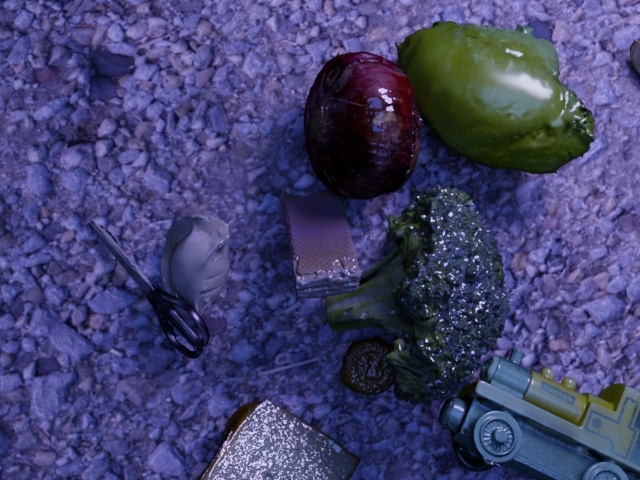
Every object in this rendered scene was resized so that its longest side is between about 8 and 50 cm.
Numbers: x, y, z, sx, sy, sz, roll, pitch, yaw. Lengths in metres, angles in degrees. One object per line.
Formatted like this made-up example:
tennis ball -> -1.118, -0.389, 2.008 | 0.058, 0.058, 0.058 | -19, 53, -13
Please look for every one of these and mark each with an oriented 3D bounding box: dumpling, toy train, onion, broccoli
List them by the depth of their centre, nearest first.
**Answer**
broccoli -> 0.178, 0.103, 1.660 | 0.249, 0.302, 0.375 | 21, 54, -26
onion -> 0.074, -0.188, 1.684 | 0.190, 0.246, 0.246 | -6, 85, -20
toy train -> 0.388, 0.312, 1.709 | 0.369, 0.150, 0.237 | 26, 75, -2
dumpling -> -0.222, 0.038, 1.710 | 0.134, 0.169, 0.100 | 32, 43, 26

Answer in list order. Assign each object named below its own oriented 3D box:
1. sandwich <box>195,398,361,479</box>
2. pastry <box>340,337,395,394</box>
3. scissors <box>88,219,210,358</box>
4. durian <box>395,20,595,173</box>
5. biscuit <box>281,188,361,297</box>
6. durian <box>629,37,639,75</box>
sandwich -> -0.082, 0.400, 1.636 | 0.226, 0.087, 0.251 | 34, 48, -2
pastry -> 0.085, 0.213, 1.734 | 0.109, 0.057, 0.097 | -20, 88, -5
scissors -> -0.293, 0.074, 1.718 | 0.300, 0.109, 0.022 | 48, 49, 12
durian -> 0.285, -0.248, 1.732 | 0.339, 0.204, 0.256 | 8, 55, -1
biscuit -> 0.000, 0.000, 1.682 | 0.108, 0.062, 0.239 | -8, 41, -2
durian -> 0.600, -0.311, 1.819 | 0.052, 0.066, 0.130 | -41, 98, -6
